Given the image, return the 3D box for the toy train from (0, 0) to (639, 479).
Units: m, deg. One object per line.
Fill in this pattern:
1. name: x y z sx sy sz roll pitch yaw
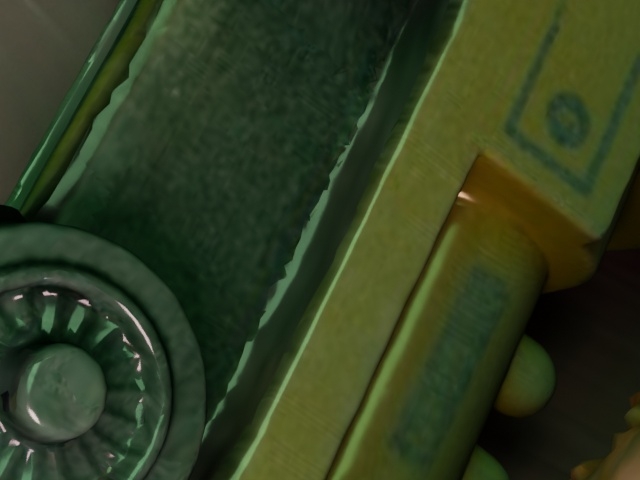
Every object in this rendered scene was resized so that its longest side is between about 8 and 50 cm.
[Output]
1. toy train: 0.000 0.000 0.533 0.237 0.150 0.369 35 67 -21

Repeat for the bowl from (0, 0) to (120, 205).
1. bowl: -0.179 -0.093 0.643 0.337 0.157 0.337 -1 51 2

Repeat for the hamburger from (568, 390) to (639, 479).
1. hamburger: 0.140 0.173 0.297 0.330 0.330 0.250 28 65 24
